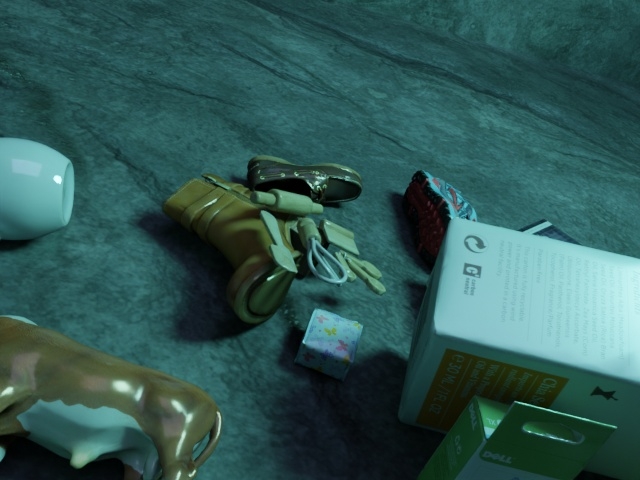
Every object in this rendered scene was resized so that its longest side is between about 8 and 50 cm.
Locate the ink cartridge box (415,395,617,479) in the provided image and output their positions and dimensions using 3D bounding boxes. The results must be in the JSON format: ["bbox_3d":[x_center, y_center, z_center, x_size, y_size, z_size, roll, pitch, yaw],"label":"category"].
[{"bbox_3d":[0.186,0.222,0.695,0.109,0.209,0.062,17,32,-9],"label":"ink cartridge box"}]

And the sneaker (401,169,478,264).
[{"bbox_3d":[0.235,-0.040,1.229,0.125,0.104,0.262,16,32,-15],"label":"sneaker"}]

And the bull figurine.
[{"bbox_3d":[-0.245,0.156,0.632,0.310,0.101,0.188,16,36,-6],"label":"bull figurine"}]

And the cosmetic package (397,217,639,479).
[{"bbox_3d":[0.335,0.149,0.778,0.453,0.230,0.161,13,53,6],"label":"cosmetic package"}]

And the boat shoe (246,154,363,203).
[{"bbox_3d":[-0.024,-0.092,1.178,0.207,0.073,0.073,4,37,-15],"label":"boat shoe"}]

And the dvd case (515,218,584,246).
[{"bbox_3d":[0.486,0.041,1.345,0.221,0.018,0.165,41,37,27],"label":"dvd case"}]

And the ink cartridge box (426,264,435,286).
[{"bbox_3d":[0.281,0.107,1.045,0.218,0.092,0.158,18,31,-11],"label":"ink cartridge box"}]

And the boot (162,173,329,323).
[{"bbox_3d":[-0.122,-0.008,0.944,0.220,0.109,0.283,30,29,8],"label":"boot"}]

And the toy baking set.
[{"bbox_3d":[-0.003,-0.004,0.914,0.197,0.030,0.256,46,19,31],"label":"toy baking set"}]

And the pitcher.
[{"bbox_3d":[-0.414,-0.044,0.828,0.207,0.125,0.177,4,56,-11],"label":"pitcher"}]

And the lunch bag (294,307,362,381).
[{"bbox_3d":[0.013,0.128,0.881,0.071,0.053,0.083,20,41,1],"label":"lunch bag"}]
